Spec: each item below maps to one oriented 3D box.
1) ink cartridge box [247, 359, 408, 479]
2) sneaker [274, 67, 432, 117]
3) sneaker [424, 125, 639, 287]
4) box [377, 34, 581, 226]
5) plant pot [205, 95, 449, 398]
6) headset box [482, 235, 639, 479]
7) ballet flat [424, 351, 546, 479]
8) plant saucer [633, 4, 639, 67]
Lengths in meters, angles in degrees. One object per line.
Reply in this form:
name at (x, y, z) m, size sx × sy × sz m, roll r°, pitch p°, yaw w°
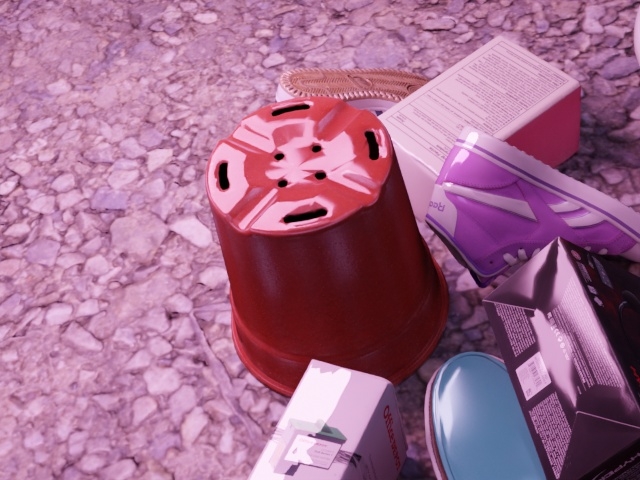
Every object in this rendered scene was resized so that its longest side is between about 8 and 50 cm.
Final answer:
ink cartridge box at (-0.002, 0.253, 0.985) m, size 0.092 × 0.160 × 0.219 m, roll 14°, pitch 54°, yaw 23°
sneaker at (0.052, -0.148, 1.365) m, size 0.282 × 0.153 × 0.099 m, roll -2°, pitch 39°, yaw -29°
sneaker at (0.252, -0.003, 1.165) m, size 0.282 × 0.102 × 0.161 m, roll 24°, pitch 92°, yaw -9°
box at (0.201, -0.132, 1.283) m, size 0.232 × 0.127 × 0.148 m, roll -35°, pitch 52°, yaw -16°
plant pot at (0.000, 0.000, 1.127) m, size 0.272 × 0.265 × 0.272 m, roll -6°, pitch 50°, yaw 7°
headset box at (0.316, 0.149, 0.945) m, size 0.110 × 0.293 × 0.218 m, roll -45°, pitch 38°, yaw 30°
ballet flat at (0.216, 0.279, 0.936) m, size 0.139 × 0.139 × 0.400 m, roll -25°, pitch 45°, yaw -8°
plant saucer at (0.543, -0.245, 1.059) m, size 0.400 × 0.101 × 0.401 m, roll -6°, pitch 50°, yaw 7°
